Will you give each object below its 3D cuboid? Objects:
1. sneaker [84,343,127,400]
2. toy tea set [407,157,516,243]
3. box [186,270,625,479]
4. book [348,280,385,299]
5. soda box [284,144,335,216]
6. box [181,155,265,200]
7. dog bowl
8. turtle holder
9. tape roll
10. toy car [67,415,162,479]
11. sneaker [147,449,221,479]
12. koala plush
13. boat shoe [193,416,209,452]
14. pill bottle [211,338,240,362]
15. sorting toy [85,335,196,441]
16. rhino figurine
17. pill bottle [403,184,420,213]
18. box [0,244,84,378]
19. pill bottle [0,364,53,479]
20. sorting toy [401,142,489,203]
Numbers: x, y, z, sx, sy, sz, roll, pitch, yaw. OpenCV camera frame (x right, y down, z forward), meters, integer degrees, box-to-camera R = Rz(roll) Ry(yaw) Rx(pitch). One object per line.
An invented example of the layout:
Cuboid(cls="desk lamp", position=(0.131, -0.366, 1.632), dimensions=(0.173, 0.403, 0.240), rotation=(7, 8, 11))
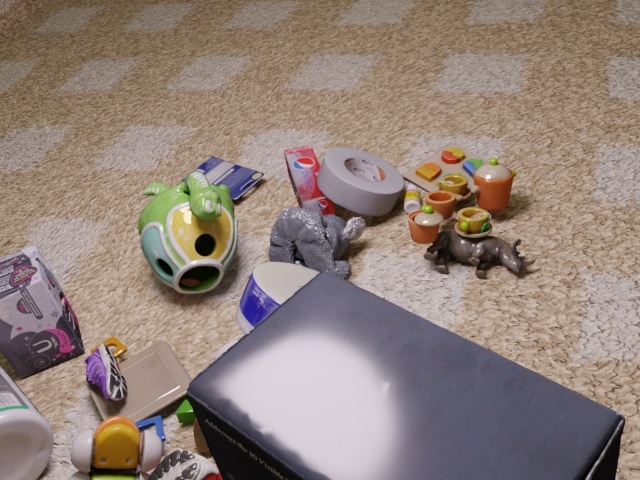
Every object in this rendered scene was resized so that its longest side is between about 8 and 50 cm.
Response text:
Cuboid(cls="sneaker", position=(-0.457, 0.289, 1.565), dimensions=(0.071, 0.068, 0.170), rotation=(-35, 33, -8))
Cuboid(cls="toy tea set", position=(0.327, -0.106, 1.740), dimensions=(0.200, 0.124, 0.336), rotation=(9, 31, 26))
Cuboid(cls="box", position=(0.117, 0.371, 1.042), dimensions=(0.480, 0.471, 0.297), rotation=(25, 52, 37))
Cuboid(cls="book", position=(0.063, 0.141, 1.682), dimensions=(0.144, 0.035, 0.096), rotation=(24, 53, 39))
Cuboid(cls="soda box", position=(-0.031, -0.151, 2.010), dimensions=(0.083, 0.092, 0.263), rotation=(-14, 40, -4))
Cuboid(cls="box", position=(-0.277, -0.172, 2.150), dimensions=(0.225, 0.036, 0.136), rotation=(20, 50, 36))
Cuboid(cls="dog bowl", position=(-0.035, 0.150, 1.535), dimensions=(0.265, 0.104, 0.265), rotation=(19, 18, -6))
Cuboid(cls="turtle holder", position=(-0.291, -0.019, 1.779), dimensions=(0.320, 0.243, 0.227), rotation=(-37, 53, 29))
Cuboid(cls="tape roll", position=(0.102, -0.155, 1.918), dimensions=(0.219, 0.072, 0.219), rotation=(15, 33, -10))
Cuboid(cls="toy car", position=(-0.384, 0.416, 1.383), dimensions=(0.159, 0.182, 0.136), rotation=(7, 6, -18))
Cuboid(cls="sneaker", position=(-0.285, 0.489, 1.302), dimensions=(0.279, 0.118, 0.107), rotation=(-40, 40, 7))
Cuboid(cls="koala plush", position=(0.000, 0.000, 1.763), dimensions=(0.196, 0.203, 0.221), rotation=(-10, 10, 34))
Cuboid(cls="boat shoe", position=(-0.223, 0.354, 1.494), dimensions=(0.056, 0.049, 0.152), rotation=(-10, 58, 9))
Cuboid(cls="pill bottle", position=(-0.133, 0.331, 1.414), dimensions=(0.152, 0.152, 0.272), rotation=(-12, 39, 2))
Cuboid(cls="sorting toy", position=(-0.382, 0.316, 1.590), dimensions=(0.196, 0.047, 0.348), rotation=(-26, 40, -20))
Cuboid(cls="rhino figurine", position=(0.367, 0.027, 1.700), dimensions=(0.243, 0.073, 0.106), rotation=(8, 46, 22))
Cuboid(cls="pill bottle", position=(0.236, -0.108, 1.921), dimensions=(0.043, 0.043, 0.083), rotation=(-6, 40, 9))
Cuboid(cls="box", position=(-0.662, 0.165, 1.690), dimensions=(0.163, 0.247, 0.142), rotation=(-22, 42, -11))
Cuboid(cls="pill bottle", position=(-0.714, 0.350, 1.517), dimensions=(0.204, 0.204, 0.361), rotation=(-37, 44, -26))
Cuboid(cls="sorting toy", position=(0.351, -0.188, 1.989), dimensions=(0.193, 0.038, 0.208), rotation=(-34, 43, -23))
